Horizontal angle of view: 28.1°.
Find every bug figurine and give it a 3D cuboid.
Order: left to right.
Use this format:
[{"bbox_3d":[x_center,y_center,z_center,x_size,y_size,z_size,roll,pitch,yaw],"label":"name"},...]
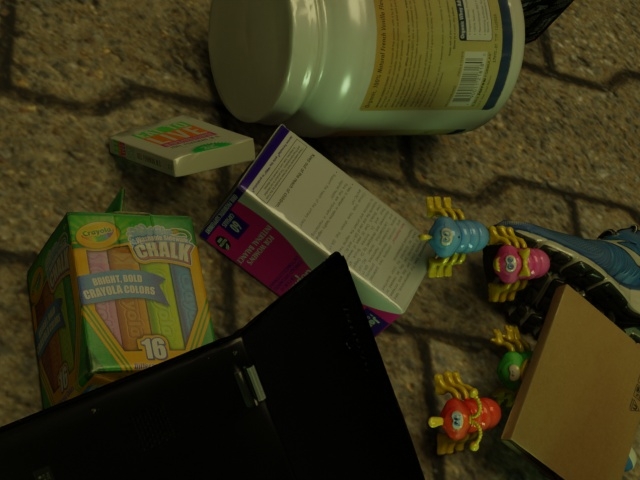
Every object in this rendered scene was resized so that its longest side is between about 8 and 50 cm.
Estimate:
[{"bbox_3d":[0.183,0.087,1.379,0.216,0.072,0.279,-7,94,-48],"label":"bug figurine"}]

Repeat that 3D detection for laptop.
[{"bbox_3d":[-0.074,0.264,1.138,0.408,0.236,0.382,-22,97,-11],"label":"laptop"}]

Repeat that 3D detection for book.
[{"bbox_3d":[-0.148,-0.097,1.346,0.096,0.144,0.035,-16,112,-33],"label":"book"}]

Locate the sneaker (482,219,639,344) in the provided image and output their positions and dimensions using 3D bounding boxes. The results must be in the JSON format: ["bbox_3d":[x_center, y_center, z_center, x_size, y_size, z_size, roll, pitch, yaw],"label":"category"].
[{"bbox_3d":[0.336,0.050,1.560,0.330,0.130,0.147,23,38,-20],"label":"sneaker"}]

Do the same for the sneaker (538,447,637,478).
[{"bbox_3d":[0.286,0.242,1.435,0.152,0.058,0.084,36,60,-21],"label":"sneaker"}]

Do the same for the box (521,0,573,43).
[{"bbox_3d":[0.254,-0.320,1.710,0.180,0.147,0.077,-24,75,-38],"label":"box"}]

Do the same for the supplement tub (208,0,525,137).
[{"bbox_3d":[0.052,-0.234,1.483,0.316,0.228,0.228,-4,63,-33],"label":"supplement tub"}]

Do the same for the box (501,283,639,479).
[{"bbox_3d":[0.288,0.173,1.402,0.164,0.021,0.201,38,60,-22],"label":"box"}]

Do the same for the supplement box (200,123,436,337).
[{"bbox_3d":[0.000,0.000,1.381,0.220,0.111,0.114,36,50,-5],"label":"supplement box"}]

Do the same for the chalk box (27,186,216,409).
[{"bbox_3d":[-0.195,0.053,1.220,0.132,0.132,0.213,1,60,-30],"label":"chalk box"}]
